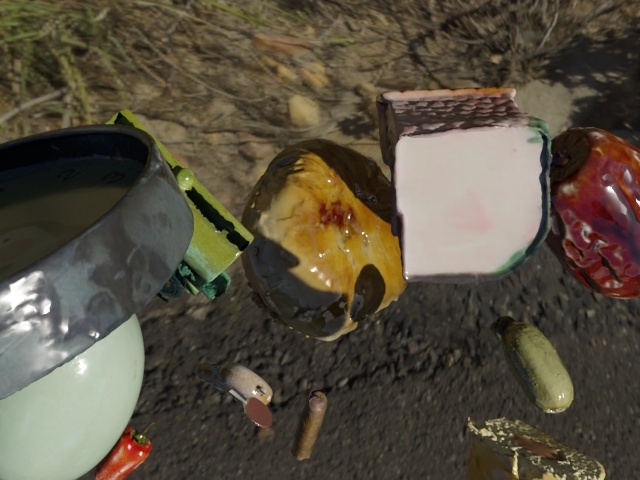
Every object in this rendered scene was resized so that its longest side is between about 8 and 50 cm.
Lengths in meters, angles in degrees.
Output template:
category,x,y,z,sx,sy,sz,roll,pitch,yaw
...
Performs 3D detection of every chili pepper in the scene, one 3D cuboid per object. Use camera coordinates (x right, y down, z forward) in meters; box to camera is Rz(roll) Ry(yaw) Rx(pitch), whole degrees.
category,x,y,z,sx,sy,sz,roll,pitch,yaw
chili pepper,-0.409,0.447,1.987,0.084,0.086,0.192,33,109,-35

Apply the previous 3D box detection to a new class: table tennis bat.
category,x,y,z,sx,sy,sz,roll,pitch,yaw
table tennis bat,-0.108,0.256,1.426,0.083,0.050,0.007,43,118,-6

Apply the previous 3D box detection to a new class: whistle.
category,x,y,z,sx,sy,sz,roll,pitch,yaw
whistle,-0.164,0.264,1.713,0.107,0.220,0.057,47,68,-30

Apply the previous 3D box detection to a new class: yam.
category,x,y,z,sx,sy,sz,roll,pitch,yaw
yam,-0.022,0.364,1.811,0.046,0.046,0.264,24,144,7

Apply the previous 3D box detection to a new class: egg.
category,x,y,z,sx,sy,sz,roll,pitch,yaw
egg,-0.310,0.159,1.067,0.203,0.203,0.282,22,112,8

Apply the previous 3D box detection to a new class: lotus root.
category,x,y,z,sx,sy,sz,roll,pitch,yaw
lotus root,0.343,0.193,1.487,0.077,0.090,0.183,-28,59,-1

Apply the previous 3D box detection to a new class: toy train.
category,x,y,z,sx,sy,sz,roll,pitch,yaw
toy train,-0.232,-0.039,1.286,0.307,0.189,0.126,46,62,-8

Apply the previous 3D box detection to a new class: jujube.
category,x,y,z,sx,sy,sz,roll,pitch,yaw
jujube,0.455,-0.044,1.449,0.223,0.223,0.318,-41,127,16

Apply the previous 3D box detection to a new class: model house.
category,x,y,z,sx,sy,sz,roll,pitch,yaw
model house,0.189,-0.100,1.262,0.202,0.237,0.237,-8,123,2

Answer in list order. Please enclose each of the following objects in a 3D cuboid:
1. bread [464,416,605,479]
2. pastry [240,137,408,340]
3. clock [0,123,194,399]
category,x,y,z,sx,sy,sz,roll,pitch,yaw
bread,0.190,0.261,0.877,0.134,0.085,0.173,22,118,41
pastry,0.000,0.000,1.824,0.245,0.409,0.409,-14,98,42
clock,-0.246,0.014,0.632,0.319,0.319,0.066,-12,116,14
